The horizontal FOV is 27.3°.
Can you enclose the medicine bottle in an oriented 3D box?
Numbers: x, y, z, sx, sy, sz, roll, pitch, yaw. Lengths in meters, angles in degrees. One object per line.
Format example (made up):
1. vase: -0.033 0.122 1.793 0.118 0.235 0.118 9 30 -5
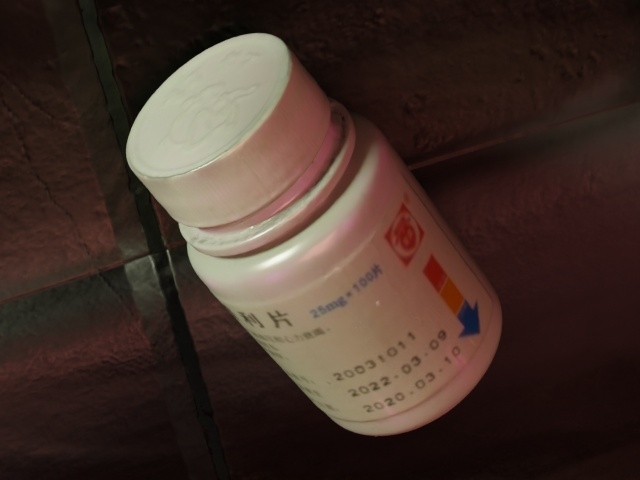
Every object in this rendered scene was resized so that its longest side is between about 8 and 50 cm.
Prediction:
1. medicine bottle: 0.000 0.000 0.962 0.170 0.170 0.293 -36 125 4
